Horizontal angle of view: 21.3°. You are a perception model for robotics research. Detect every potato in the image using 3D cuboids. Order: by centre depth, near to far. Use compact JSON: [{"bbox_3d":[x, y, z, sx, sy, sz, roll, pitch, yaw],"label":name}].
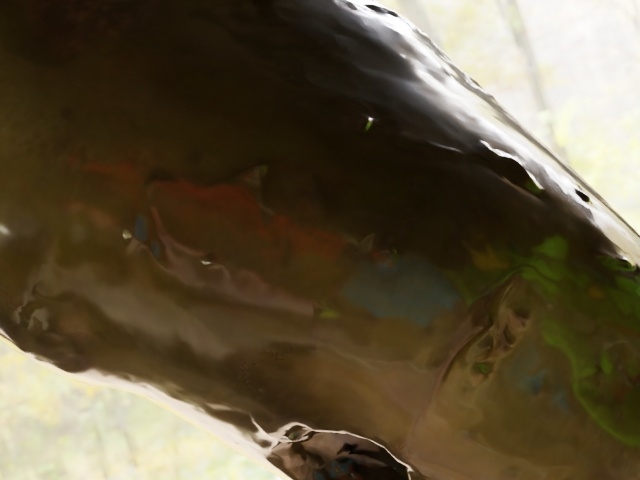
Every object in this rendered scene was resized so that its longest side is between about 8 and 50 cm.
[{"bbox_3d":[0.000,0.000,0.522,0.141,0.296,0.191,-58,-4,10],"label":"potato"}]
